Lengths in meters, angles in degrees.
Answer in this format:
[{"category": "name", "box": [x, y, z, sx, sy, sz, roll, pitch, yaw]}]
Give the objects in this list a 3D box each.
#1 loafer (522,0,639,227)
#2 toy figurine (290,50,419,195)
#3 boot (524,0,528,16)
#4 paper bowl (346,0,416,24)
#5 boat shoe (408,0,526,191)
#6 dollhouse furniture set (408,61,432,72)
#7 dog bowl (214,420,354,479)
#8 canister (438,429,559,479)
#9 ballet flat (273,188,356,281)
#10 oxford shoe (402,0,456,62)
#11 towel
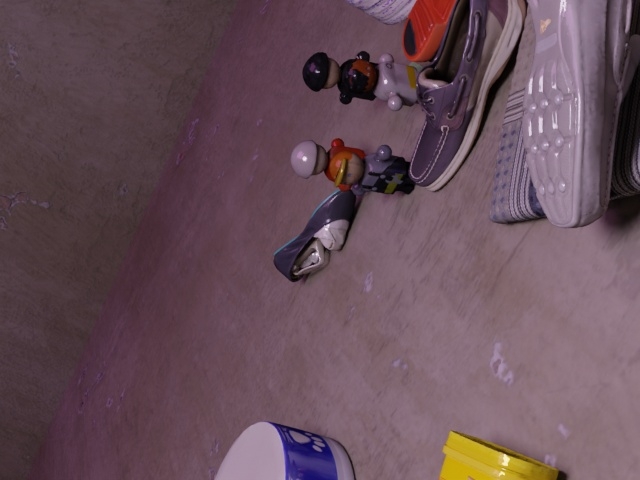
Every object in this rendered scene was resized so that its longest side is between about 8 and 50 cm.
[{"category": "loafer", "box": [0.258, -0.171, 0.867, 0.112, 0.111, 0.319, -177, 88, -75]}, {"category": "toy figurine", "box": [0.054, -0.172, 1.346, 0.209, 0.148, 0.213, -148, 68, -67]}, {"category": "boot", "box": [0.291, -0.348, 1.165, 0.087, 0.042, 0.118, -18, 60, 52]}, {"category": "paper bowl", "box": [0.159, -0.465, 1.408, 0.284, 0.148, 0.284, -53, 22, 33]}, {"category": "boat shoe", "box": [0.170, -0.201, 1.205, 0.103, 0.092, 0.285, -114, 41, -55]}, {"category": "dollhouse furniture set", "box": [0.150, -0.280, 1.391, 0.151, 0.058, 0.076, -47, 30, 41]}, {"category": "dog bowl", "box": [-0.065, 0.380, 1.218, 0.265, 0.104, 0.265, -48, 30, 40]}, {"category": "canister", "box": [0.149, 0.280, 0.870, 0.126, 0.073, 0.170, 5, 76, 66]}, {"category": "ballet flat", "box": [0.000, 0.000, 1.480, 0.203, 0.074, 0.074, -44, 32, 33]}, {"category": "oxford shoe", "box": [0.210, -0.347, 1.235, 0.271, 0.098, 0.097, 127, 139, -49]}, {"category": "towel", "box": [0.308, -0.184, 0.979, 0.312, 0.056, 0.324, -19, 55, 65]}]
